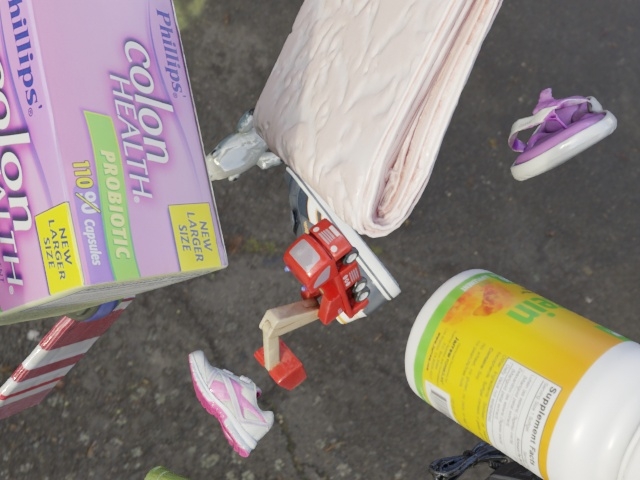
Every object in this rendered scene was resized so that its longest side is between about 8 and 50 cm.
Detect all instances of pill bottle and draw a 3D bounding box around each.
[{"bbox_3d":[0.203,0.130,0.730,0.136,0.136,0.246,-20,34,-36],"label":"pill bottle"}]

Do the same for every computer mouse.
[{"bbox_3d":[0.289,0.314,1.117,0.184,0.262,0.060,-7,94,-47],"label":"computer mouse"}]

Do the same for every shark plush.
[{"bbox_3d":[-0.107,-0.095,1.034,0.073,0.161,0.067,46,6,-20],"label":"shark plush"}]

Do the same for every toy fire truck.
[{"bbox_3d":[-0.016,0.070,0.880,0.135,0.192,0.047,-38,61,-10],"label":"toy fire truck"}]

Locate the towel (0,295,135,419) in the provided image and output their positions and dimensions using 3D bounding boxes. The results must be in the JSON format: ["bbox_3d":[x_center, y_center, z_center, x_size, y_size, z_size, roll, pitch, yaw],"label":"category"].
[{"bbox_3d":[-0.519,0.222,1.676,0.037,0.329,0.237,45,9,6],"label":"towel"}]

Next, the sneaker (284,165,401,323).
[{"bbox_3d":[0.000,0.000,1.488,0.321,0.127,0.126,55,6,30],"label":"sneaker"}]

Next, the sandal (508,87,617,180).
[{"bbox_3d":[0.363,-0.184,1.358,0.102,0.169,0.416,56,19,-2],"label":"sandal"}]

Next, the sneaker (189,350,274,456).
[{"bbox_3d":[-0.189,0.329,1.819,0.111,0.103,0.252,-32,71,-20],"label":"sneaker"}]

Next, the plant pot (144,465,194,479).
[{"bbox_3d":[-0.239,0.419,1.419,0.083,0.079,0.083,4,85,-62],"label":"plant pot"}]

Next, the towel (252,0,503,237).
[{"bbox_3d":[0.056,-0.189,0.686,0.053,0.317,0.332,23,10,-22],"label":"towel"}]

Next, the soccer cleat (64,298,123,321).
[{"bbox_3d":[-0.248,-0.032,1.081,0.093,0.289,0.121,29,9,11],"label":"soccer cleat"}]

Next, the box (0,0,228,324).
[{"bbox_3d":[-0.207,-0.055,0.638,0.117,0.243,0.213,-7,84,-47],"label":"box"}]
